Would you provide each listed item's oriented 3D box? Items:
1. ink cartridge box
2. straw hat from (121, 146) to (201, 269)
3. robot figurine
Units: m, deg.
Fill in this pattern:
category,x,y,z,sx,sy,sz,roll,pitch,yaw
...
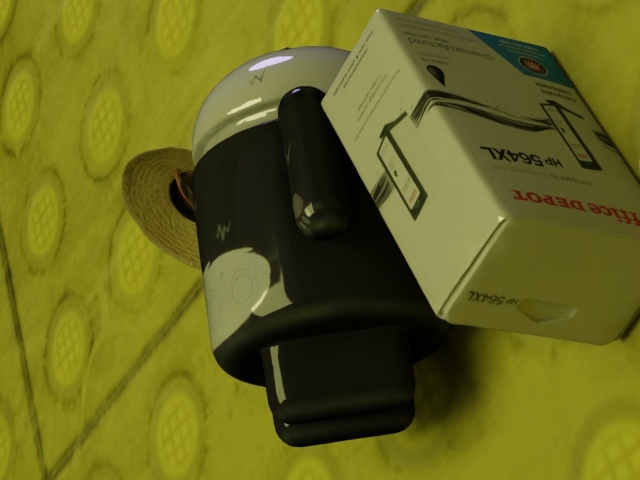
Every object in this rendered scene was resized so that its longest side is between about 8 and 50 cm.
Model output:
category,x,y,z,sx,sy,sz,roll,pitch,yaw
ink cartridge box,0.110,-0.041,1.104,0.086,0.148,0.203,-58,41,30
straw hat,-0.091,-0.043,1.496,0.144,0.144,0.061,-37,16,48
robot figurine,0.002,-0.001,1.249,0.209,0.173,0.278,-34,56,46
